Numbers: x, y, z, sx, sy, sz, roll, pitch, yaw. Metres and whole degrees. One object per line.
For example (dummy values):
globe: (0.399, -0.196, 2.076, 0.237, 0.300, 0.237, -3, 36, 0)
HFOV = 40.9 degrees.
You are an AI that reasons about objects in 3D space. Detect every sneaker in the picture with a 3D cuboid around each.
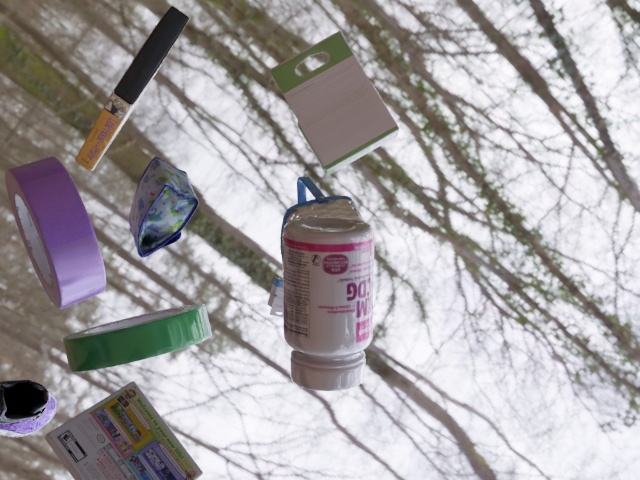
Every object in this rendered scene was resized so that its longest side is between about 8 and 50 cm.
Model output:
sneaker: (-0.606, 0.339, 1.763, 0.146, 0.293, 0.102, -20, -103, 14)

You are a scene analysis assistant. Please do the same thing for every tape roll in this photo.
tape roll: (-0.497, -0.014, 1.605, 0.090, 0.275, 0.275, -22, -164, -26)
tape roll: (-0.409, 0.215, 1.928, 0.321, 0.321, 0.077, -11, -87, 51)

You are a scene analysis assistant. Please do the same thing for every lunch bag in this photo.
lunch bag: (-0.303, -0.056, 1.597, 0.151, 0.096, 0.129, -52, -148, 13)

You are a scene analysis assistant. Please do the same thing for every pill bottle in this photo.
pill bottle: (0.014, 0.110, 1.517, 0.160, 0.160, 0.283, -155, -117, -61)

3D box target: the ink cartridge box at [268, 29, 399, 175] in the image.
ink cartridge box: (0.026, -0.273, 1.709, 0.171, 0.235, 0.056, -30, 173, -4)

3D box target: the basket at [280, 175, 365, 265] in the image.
basket: (0.000, 0.000, 2.024, 0.289, 0.201, 0.255, -128, -148, -65)

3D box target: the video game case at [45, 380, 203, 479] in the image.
video game case: (-0.334, 0.372, 1.476, 0.193, 0.212, 0.023, -30, 167, -46)

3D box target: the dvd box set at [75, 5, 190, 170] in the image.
dvd box set: (-0.488, -0.379, 2.194, 0.420, 0.062, 0.308, -32, -151, 58)

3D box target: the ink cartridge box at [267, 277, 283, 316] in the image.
ink cartridge box: (-0.091, 0.131, 1.961, 0.028, 0.048, 0.083, 27, -78, 61)
